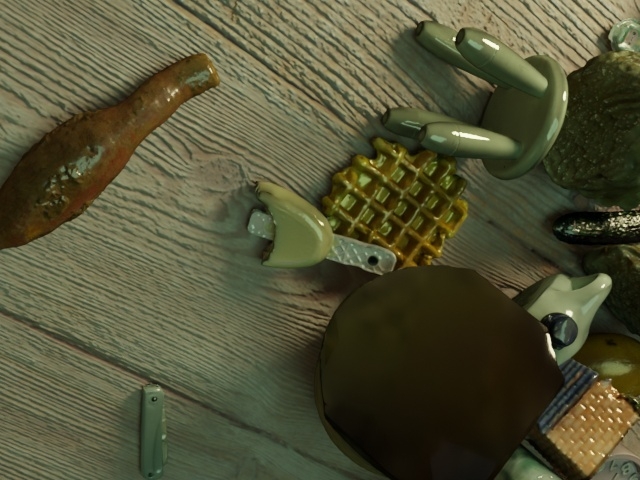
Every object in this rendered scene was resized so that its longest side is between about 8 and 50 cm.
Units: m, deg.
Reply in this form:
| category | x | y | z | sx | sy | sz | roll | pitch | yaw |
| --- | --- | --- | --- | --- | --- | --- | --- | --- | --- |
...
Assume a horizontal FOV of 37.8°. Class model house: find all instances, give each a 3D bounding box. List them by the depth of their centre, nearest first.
| category | x | y | z | sx | sy | sz | roll | pitch | yaw |
| --- | --- | --- | --- | --- | --- | --- | --- | --- | --- |
| model house | 0.393 | 0.282 | 1.513 | 0.172 | 0.183 | 0.166 | 41 | 73 | 12 |

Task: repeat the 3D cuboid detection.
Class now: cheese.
| category | x | y | z | sx | sy | sz | roll | pitch | yaw |
| --- | --- | --- | --- | --- | --- | --- | --- | --- | --- |
| cheese | 0.000 | 0.000 | 1.393 | 0.235 | 0.049 | 0.127 | 16 | 110 | -1 |
| cheese | 0.521 | -0.325 | 1.539 | 0.121 | 0.026 | 0.067 | 19 | 100 | -26 |

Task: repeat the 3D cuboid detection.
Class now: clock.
| category | x | y | z | sx | sy | sz | roll | pitch | yaw |
| --- | --- | --- | --- | --- | --- | --- | --- | --- | --- |
| clock | 0.535 | 0.481 | 1.794 | 0.197 | 0.068 | 0.196 | -7 | 110 | -20 |

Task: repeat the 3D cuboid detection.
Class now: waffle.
| category | x | y | z | sx | sy | sz | roll | pitch | yaw |
| --- | --- | --- | --- | --- | --- | --- | --- | --- | --- |
| waffle | 0.123 | -0.063 | 1.454 | 0.229 | 0.057 | 0.219 | 37 | 91 | -27 |

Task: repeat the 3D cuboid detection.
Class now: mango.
| category | x | y | z | sx | sy | sz | roll | pitch | yaw |
| --- | --- | --- | --- | --- | --- | --- | --- | --- | --- |
| mango | 0.469 | 0.230 | 1.653 | 0.262 | 0.108 | 0.157 | 1 | 138 | -8 |

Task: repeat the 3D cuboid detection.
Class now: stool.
| category | x | y | z | sx | sy | sz | roll | pitch | yaw |
| --- | --- | --- | --- | --- | --- | --- | --- | --- | --- |
| stool | 0.230 | -0.207 | 1.371 | 0.199 | 0.195 | 0.195 | 17 | 101 | -24 |

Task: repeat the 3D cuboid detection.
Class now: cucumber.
| category | x | y | z | sx | sy | sz | roll | pitch | yaw |
| --- | --- | --- | --- | --- | --- | --- | --- | --- | --- |
| cucumber | 0.497 | -0.021 | 1.614 | 0.245 | 0.067 | 0.067 | -3 | 108 | -19 |

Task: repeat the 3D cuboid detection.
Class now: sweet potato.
| category | x | y | z | sx | sy | sz | roll | pitch | yaw |
| --- | --- | --- | --- | --- | --- | --- | --- | --- | --- |
| sweet potato | -0.296 | -0.126 | 1.244 | 0.385 | 0.109 | 0.109 | -42 | 117 | -5 |

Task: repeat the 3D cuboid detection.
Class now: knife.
| category | x | y | z | sx | sy | sz | roll | pitch | yaw |
| --- | --- | --- | --- | --- | --- | --- | --- | --- | --- |
| knife | -0.257 | 0.298 | 1.444 | 0.044 | 0.023 | 0.162 | -2 | 108 | -19 |

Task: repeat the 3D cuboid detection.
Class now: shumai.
| category | x | y | z | sx | sy | sz | roll | pitch | yaw |
| --- | --- | --- | --- | --- | --- | --- | --- | --- | --- |
| shumai | 0.500 | -0.182 | 1.482 | 0.222 | 0.225 | 0.260 | -1 | 147 | -32 |
| shumai | 0.640 | 0.048 | 1.583 | 0.263 | 0.309 | 0.304 | -44 | 72 | -8 |

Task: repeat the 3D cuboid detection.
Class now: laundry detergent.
| category | x | y | z | sx | sy | sz | roll | pitch | yaw |
| --- | --- | --- | --- | --- | --- | --- | --- | --- | --- |
| laundry detergent | 0.368 | 0.127 | 1.487 | 0.215 | 0.280 | 0.105 | -39 | 86 | -5 |

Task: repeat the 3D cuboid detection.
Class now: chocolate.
| category | x | y | z | sx | sy | sz | roll | pitch | yaw |
| --- | --- | --- | --- | --- | --- | --- | --- | --- | --- |
| chocolate | 0.152 | 0.223 | 1.418 | 0.326 | 0.297 | 0.314 | 36 | 71 | 13 |

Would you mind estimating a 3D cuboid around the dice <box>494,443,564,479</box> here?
| category | x | y | z | sx | sy | sz | roll | pitch | yaw |
| --- | --- | --- | --- | --- | --- | --- | --- | --- | --- |
| dice | 0.299 | 0.532 | 1.552 | 0.330 | 0.328 | 0.348 | 40 | 87 | -19 |
